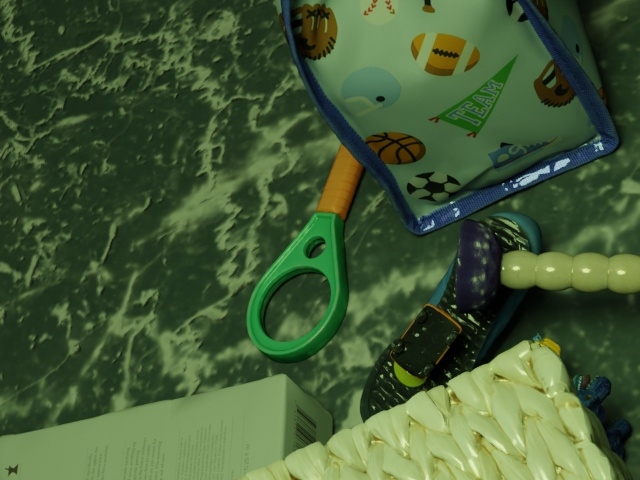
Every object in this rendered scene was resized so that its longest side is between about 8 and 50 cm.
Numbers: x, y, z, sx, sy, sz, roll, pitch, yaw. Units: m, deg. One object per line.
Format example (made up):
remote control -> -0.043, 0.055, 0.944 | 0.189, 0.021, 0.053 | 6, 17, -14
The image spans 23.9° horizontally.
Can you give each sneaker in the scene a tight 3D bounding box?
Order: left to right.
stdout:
sneaker -> 0.110, 0.071, 1.195 | 0.069, 0.082, 0.209 | 36, 102, 18

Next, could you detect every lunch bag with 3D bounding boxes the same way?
lunch bag -> 0.064, -0.254, 1.216 | 0.239, 0.385, 0.328 | -26, 48, 17

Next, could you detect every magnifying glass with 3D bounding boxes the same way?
magnifying glass -> 0.000, 0.000, 1.332 | 0.092, 0.026, 0.231 | 4, 62, 35

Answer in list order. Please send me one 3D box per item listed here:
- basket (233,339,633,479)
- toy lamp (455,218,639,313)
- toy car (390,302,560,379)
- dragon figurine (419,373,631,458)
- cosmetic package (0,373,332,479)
basket -> 0.110, 0.294, 0.864 | 0.266, 0.331, 0.328 | -27, 49, 8
toy lamp -> 0.237, 0.023, 1.081 | 0.274, 0.080, 0.080 | 4, 61, 11
toy car -> 0.117, 0.084, 1.132 | 0.122, 0.040, 0.060 | 20, 112, 11
dragon figurine -> 0.087, 0.177, 1.065 | 0.289, 0.085, 0.144 | -31, 20, -25
cosmetic package -> -0.137, 0.311, 1.162 | 0.284, 0.097, 0.377 | -13, 55, 23
